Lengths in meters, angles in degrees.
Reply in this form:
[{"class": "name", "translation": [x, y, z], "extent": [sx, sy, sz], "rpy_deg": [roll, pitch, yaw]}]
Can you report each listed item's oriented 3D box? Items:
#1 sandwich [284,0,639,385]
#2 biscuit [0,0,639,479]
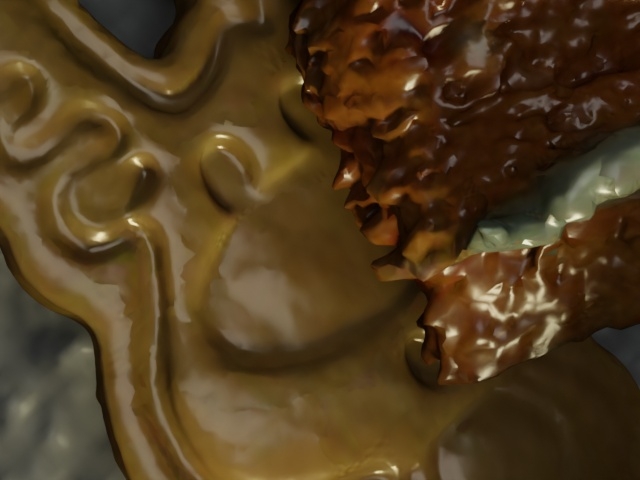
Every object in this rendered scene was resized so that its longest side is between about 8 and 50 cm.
[{"class": "sandwich", "translation": [0.087, -0.066, 0.456], "extent": [0.185, 0.109, 0.160], "rpy_deg": [-14, 83, -28]}, {"class": "biscuit", "translation": [-0.002, 0.003, 0.480], "extent": [0.144, 0.040, 0.236], "rpy_deg": [-38, 92, -17]}]
